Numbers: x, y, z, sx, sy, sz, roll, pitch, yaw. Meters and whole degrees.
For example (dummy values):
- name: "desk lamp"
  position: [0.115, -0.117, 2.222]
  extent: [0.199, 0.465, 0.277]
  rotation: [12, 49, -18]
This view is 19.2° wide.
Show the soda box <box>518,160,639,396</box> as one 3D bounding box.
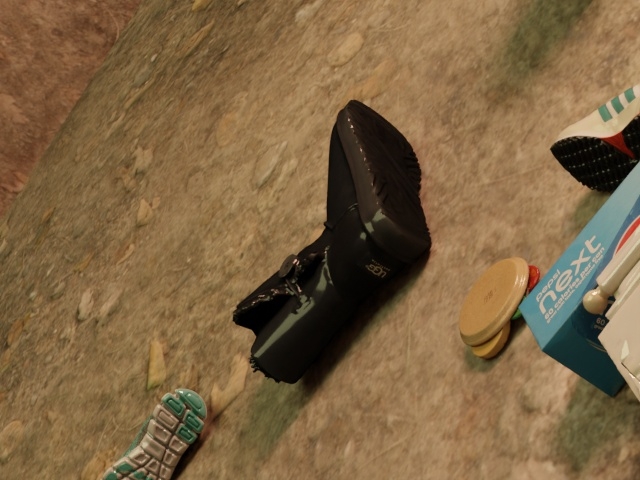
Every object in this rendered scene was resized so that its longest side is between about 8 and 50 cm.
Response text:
- name: "soda box"
  position: [0.229, -0.003, 1.269]
  extent: [0.210, 0.067, 0.071]
  rotation: [-53, 19, 15]

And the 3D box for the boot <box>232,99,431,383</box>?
- name: "boot"
  position: [0.000, 0.000, 1.778]
  extent: [0.207, 0.094, 0.246]
  rotation: [-45, 28, 22]

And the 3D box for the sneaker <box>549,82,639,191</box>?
- name: "sneaker"
  position: [0.240, -0.087, 1.415]
  extent: [0.075, 0.057, 0.161]
  rotation: [-47, 12, -27]

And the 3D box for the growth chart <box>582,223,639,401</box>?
- name: "growth chart"
  position: [0.243, 0.048, 1.138]
  extent: [0.172, 0.021, 0.237]
  rotation: [-47, 37, 21]

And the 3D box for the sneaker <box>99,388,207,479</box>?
- name: "sneaker"
  position: [-0.168, 0.217, 1.924]
  extent: [0.166, 0.065, 0.076]
  rotation: [-51, 3, 8]

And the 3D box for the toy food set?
- name: "toy food set"
  position: [0.139, 0.049, 1.478]
  extent: [0.082, 0.020, 0.083]
  rotation: [-54, 19, 9]
